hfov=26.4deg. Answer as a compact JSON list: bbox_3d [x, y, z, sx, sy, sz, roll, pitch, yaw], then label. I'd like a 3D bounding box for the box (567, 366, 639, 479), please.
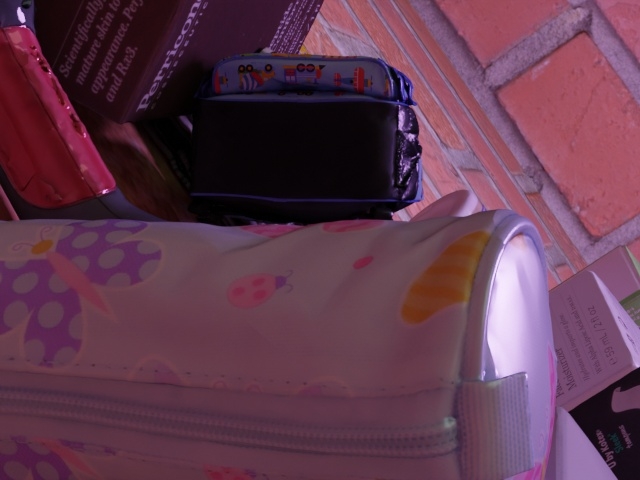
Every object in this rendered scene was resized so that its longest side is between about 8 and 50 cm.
[{"bbox_3d":[0.145,0.209,0.737,0.165,0.270,0.143,46,17,-32],"label":"box"}]

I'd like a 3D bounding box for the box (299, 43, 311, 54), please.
[{"bbox_3d":[-0.033,-0.170,1.425,0.169,0.059,0.054,56,17,6],"label":"box"}]

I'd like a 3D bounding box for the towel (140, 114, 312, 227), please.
[{"bbox_3d":[0.000,0.000,1.169,0.312,0.056,0.324,56,16,3],"label":"towel"}]

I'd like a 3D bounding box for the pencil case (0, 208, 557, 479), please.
[{"bbox_3d":[-0.057,0.044,0.461,0.124,0.273,0.113,24,69,-69],"label":"pencil case"}]

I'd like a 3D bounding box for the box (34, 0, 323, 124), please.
[{"bbox_3d":[-0.093,-0.204,0.989,0.143,0.191,0.381,30,13,9],"label":"box"}]

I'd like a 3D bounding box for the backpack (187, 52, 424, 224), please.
[{"bbox_3d":[0.000,-0.067,0.966,0.173,0.158,0.117,-7,100,-76],"label":"backpack"}]

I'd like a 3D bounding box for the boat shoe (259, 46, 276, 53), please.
[{"bbox_3d":[-0.029,-0.116,1.079,0.042,0.049,0.133,31,-3,6],"label":"boat shoe"}]

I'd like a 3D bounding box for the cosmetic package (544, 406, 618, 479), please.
[{"bbox_3d":[0.030,0.201,0.489,0.138,0.224,0.224,55,15,-3],"label":"cosmetic package"}]

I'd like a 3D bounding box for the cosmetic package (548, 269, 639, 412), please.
[{"bbox_3d":[0.236,0.161,1.298,0.151,0.184,0.151,47,17,-29],"label":"cosmetic package"}]

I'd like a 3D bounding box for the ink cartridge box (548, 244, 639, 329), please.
[{"bbox_3d":[0.364,0.172,1.643,0.273,0.198,0.115,47,17,-25],"label":"ink cartridge box"}]

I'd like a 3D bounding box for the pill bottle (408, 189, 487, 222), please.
[{"bbox_3d":[0.172,0.048,1.489,0.186,0.112,0.112,52,15,-13],"label":"pill bottle"}]

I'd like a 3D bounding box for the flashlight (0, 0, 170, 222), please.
[{"bbox_3d":[-0.143,-0.050,0.740,0.304,0.103,0.103,60,11,13],"label":"flashlight"}]
